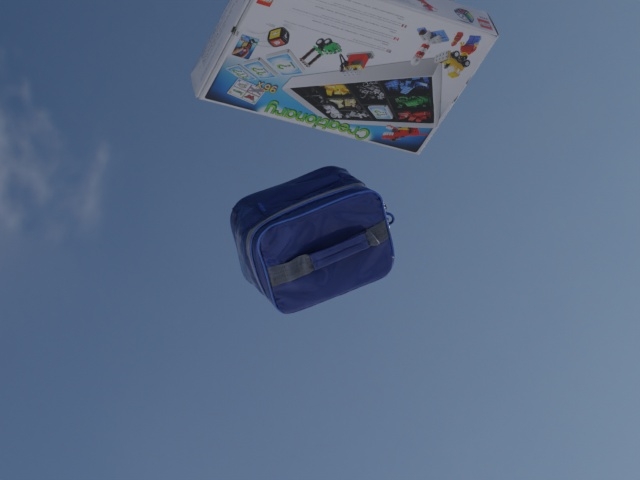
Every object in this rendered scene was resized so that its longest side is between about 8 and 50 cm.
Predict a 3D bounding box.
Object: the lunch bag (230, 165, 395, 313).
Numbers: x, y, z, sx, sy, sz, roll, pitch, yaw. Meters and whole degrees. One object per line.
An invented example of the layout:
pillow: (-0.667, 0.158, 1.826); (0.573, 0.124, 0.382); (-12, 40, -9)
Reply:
lunch bag: (0.000, 0.000, 0.896); (0.098, 0.065, 0.067); (-23, -62, -14)

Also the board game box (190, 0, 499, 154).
board game box: (0.028, -0.213, 1.655); (0.305, 0.053, 0.193); (12, -51, -28)
